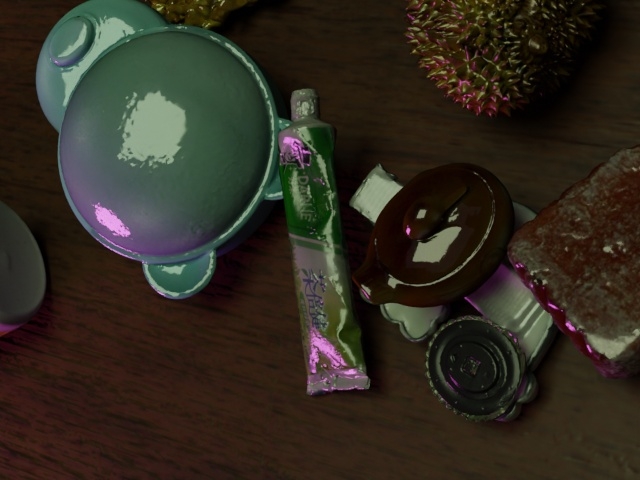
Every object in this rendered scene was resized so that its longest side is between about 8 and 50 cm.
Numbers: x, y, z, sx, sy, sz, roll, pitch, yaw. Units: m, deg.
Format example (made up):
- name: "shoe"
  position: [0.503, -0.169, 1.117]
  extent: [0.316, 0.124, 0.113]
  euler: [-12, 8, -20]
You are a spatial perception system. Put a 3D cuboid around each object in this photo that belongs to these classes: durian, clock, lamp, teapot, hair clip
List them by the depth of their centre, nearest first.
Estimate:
- name: "teapot"
  position: [0.081, -0.003, 1.002]
  extent: [0.129, 0.078, 0.098]
  euler: [-41, 60, 9]
- name: "clock"
  position: [0.112, 0.093, 1.003]
  extent: [0.083, 0.010, 0.074]
  euler: [28, 99, 34]
- name: "hair clip"
  position: [0.109, 0.023, 1.049]
  extent: [0.140, 0.054, 0.220]
  euler: [-51, 55, 2]
- name: "durian"
  position: [0.141, -0.179, 1.058]
  extent: [0.158, 0.137, 0.168]
  euler: [-32, 41, -2]
- name: "lamp"
  position: [-0.145, -0.101, 1.208]
  extent: [0.209, 0.147, 0.284]
  euler: [-44, 54, 7]

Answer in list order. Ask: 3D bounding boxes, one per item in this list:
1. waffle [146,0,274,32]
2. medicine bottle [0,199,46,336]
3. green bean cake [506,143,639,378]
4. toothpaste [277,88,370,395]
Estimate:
- name: "waffle"
  position: [-0.083, -0.309, 1.308]
  extent: [0.232, 0.051, 0.228]
  euler: [-32, 57, 22]
- name: "medicine bottle"
  position: [-0.404, 0.062, 1.328]
  extent: [0.258, 0.143, 0.143]
  euler: [-24, 60, 24]
- name: "green bean cake"
  position: [0.217, 0.016, 0.956]
  extent: [0.135, 0.056, 0.135]
  euler: [-36, 56, -1]
- name: "toothpaste"
  position: [0.000, 0.000, 1.102]
  extent: [0.078, 0.047, 0.247]
  euler: [-12, 82, 48]
